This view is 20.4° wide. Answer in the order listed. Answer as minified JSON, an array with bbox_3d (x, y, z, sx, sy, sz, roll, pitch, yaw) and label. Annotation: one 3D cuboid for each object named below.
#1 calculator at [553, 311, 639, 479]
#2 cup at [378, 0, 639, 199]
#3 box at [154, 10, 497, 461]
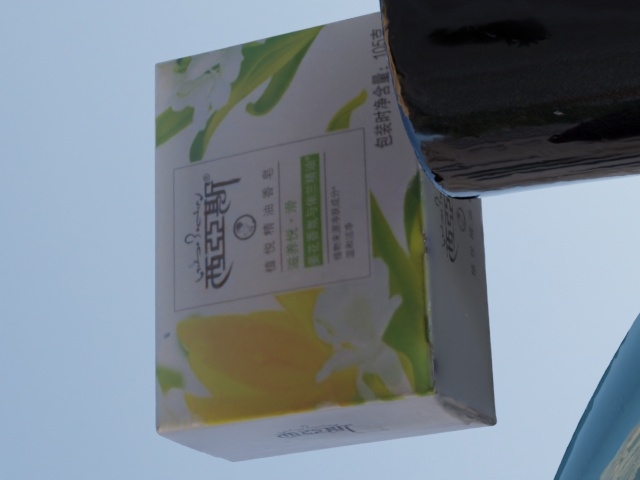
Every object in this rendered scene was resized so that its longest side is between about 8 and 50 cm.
[{"bbox_3d":[0.231,0.078,0.631,0.256,0.386,0.054,24,-143,-5],"label":"calculator"},{"bbox_3d":[0.117,-0.115,0.659,0.239,0.177,0.166,45,-133,-60],"label":"cup"},{"bbox_3d":[0.000,0.000,1.147,0.111,0.194,0.260,29,-127,-60],"label":"box"}]
